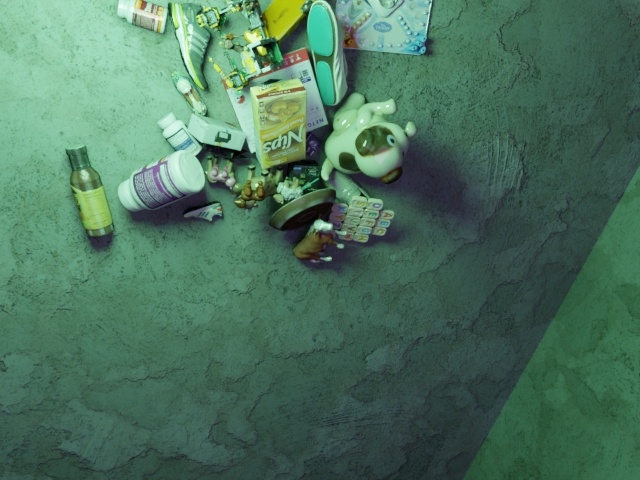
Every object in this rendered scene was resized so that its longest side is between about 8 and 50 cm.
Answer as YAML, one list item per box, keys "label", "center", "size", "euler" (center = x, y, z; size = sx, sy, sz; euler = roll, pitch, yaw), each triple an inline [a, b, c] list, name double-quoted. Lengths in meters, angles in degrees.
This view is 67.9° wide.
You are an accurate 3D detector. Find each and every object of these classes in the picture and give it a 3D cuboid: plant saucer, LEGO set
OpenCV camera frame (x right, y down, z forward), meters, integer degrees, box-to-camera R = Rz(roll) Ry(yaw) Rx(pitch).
- label: "plant saucer"
  center: [-0.065, -0.116, 1.972]
  size: [0.310, 0.310, 0.050]
  euler: [-27, 78, -3]
- label: "LEGO set"
  center: [-0.275, -0.657, 1.577]
  size: [0.254, 0.192, 0.332]
  euler: [-6, 113, 17]

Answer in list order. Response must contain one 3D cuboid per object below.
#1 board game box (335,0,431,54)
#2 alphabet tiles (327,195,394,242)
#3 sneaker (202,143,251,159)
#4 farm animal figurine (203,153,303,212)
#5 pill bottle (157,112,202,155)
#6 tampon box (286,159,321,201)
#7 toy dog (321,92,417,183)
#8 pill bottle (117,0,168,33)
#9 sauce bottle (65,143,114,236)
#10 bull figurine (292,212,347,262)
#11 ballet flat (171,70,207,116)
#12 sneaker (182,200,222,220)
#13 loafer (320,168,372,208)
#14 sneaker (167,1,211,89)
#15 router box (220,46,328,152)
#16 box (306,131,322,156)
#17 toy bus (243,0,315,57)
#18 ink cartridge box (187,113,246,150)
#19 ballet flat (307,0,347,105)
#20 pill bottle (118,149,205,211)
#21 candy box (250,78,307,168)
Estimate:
- label: "board game box"
  center: [0.256, -0.927, 1.809]
  size: [0.389, 0.050, 0.390]
  euler: [-1, 115, -16]
- label: "alphabet tiles"
  center: [0.175, -0.088, 2.110]
  size: [0.277, 0.021, 0.284]
  euler: [8, 141, -9]
- label: "sneaker"
  center: [-0.365, -0.351, 1.852]
  size: [0.170, 0.089, 0.051]
  euler: [-2, 121, -43]
- label: "farm animal figurine"
  center: [-0.279, -0.213, 1.883]
  size: [0.326, 0.330, 0.172]
  euler: [-15, 130, -36]
- label: "pill bottle"
  center: [-0.534, -0.394, 1.798]
  size: [0.094, 0.094, 0.169]
  euler: [-34, 119, 1]
- label: "tampon box"
  center: [-0.076, -0.250, 1.998]
  size: [0.120, 0.101, 0.161]
  euler: [2, 114, -18]
- label: "toy dog"
  center: [0.179, -0.373, 1.827]
  size: [0.395, 0.408, 0.285]
  euler: [-36, 117, -5]
- label: "pill bottle"
  center: [-0.600, -0.765, 1.607]
  size: [0.151, 0.086, 0.086]
  euler: [10, 111, -21]
- label: "sauce bottle"
  center: [-0.872, -0.187, 1.788]
  size: [0.111, 0.111, 0.345]
  euler: [-10, 115, -12]
- label: "bull figurine"
  center: [0.000, 0.000, 2.084]
  size: [0.188, 0.101, 0.310]
  euler: [19, 144, -25]
- label: "ballet flat"
  center: [-0.481, -0.541, 1.762]
  size: [0.070, 0.070, 0.188]
  euler: [-36, 119, 2]
- label: "sneaker"
  center: [-0.484, -0.108, 1.968]
  size: [0.161, 0.057, 0.075]
  euler: [-19, 113, -11]
- label: "loafer"
  center: [0.134, -0.206, 2.075]
  size: [0.319, 0.111, 0.112]
  euler: [31, 102, -27]
- label: "sneaker"
  center: [-0.439, -0.688, 1.684]
  size: [0.121, 0.111, 0.300]
  euler: [-18, 120, -13]
- label: "router box"
  center: [-0.172, -0.543, 1.842]
  size: [0.335, 0.082, 0.301]
  euler: [-23, 119, -5]
- label: "box"
  center: [-0.043, -0.400, 1.985]
  size: [0.067, 0.018, 0.083]
  euler: [36, 100, -27]
- label: "toy bus"
  center: [-0.124, -0.808, 1.696]
  size: [0.108, 0.130, 0.333]
  euler: [43, 97, -11]
- label: "ink cartridge box"
  center: [-0.390, -0.406, 1.782]
  size: [0.175, 0.127, 0.072]
  euler: [3, 117, -45]
- label: "ballet flat"
  center: [0.039, -0.704, 1.776]
  size: [0.139, 0.139, 0.400]
  euler: [-17, 136, -8]
- label: "pill bottle"
  center: [-0.601, -0.213, 1.782]
  size: [0.301, 0.169, 0.169]
  euler: [-18, 121, 20]
- label: "candy box"
  center: [-0.150, -0.424, 1.757]
  size: [0.182, 0.088, 0.317]
  euler: [-16, 143, -15]
